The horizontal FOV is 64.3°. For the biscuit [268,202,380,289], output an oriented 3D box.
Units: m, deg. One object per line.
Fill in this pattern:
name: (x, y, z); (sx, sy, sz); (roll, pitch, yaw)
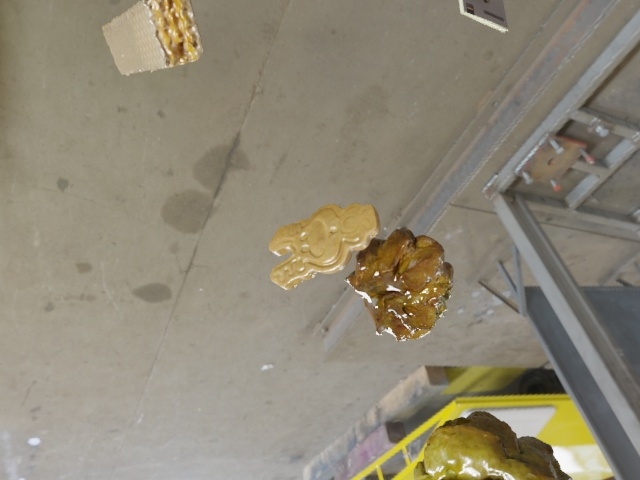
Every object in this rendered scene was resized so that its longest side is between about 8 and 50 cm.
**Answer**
biscuit: (0.001, 0.003, 0.940); (0.236, 0.144, 0.040); (-25, 147, 27)

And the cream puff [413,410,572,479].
cream puff: (0.245, 0.362, 0.711); (0.244, 0.244, 0.196); (-11, 130, -6)

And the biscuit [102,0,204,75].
biscuit: (-0.274, -0.311, 0.796); (0.054, 0.379, 0.094); (-25, 116, -24)

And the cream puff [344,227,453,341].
cream puff: (0.179, 0.101, 1.099); (0.155, 0.241, 0.269); (-34, 112, -38)

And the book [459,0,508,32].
book: (0.300, -0.492, 0.971); (0.127, 0.181, 0.014); (4, 164, -33)
